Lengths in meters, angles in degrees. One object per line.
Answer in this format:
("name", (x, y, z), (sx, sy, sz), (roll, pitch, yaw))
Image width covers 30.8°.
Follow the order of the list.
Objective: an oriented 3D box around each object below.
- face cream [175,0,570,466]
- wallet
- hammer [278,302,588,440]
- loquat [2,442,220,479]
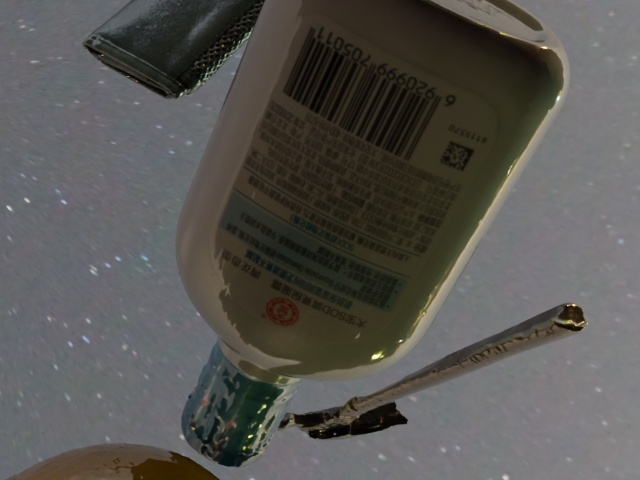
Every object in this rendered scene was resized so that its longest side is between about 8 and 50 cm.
("face cream", (0.000, 0.000, 0.667), (0.163, 0.080, 0.336), (27, -57, 1))
("wallet", (-0.089, -0.150, 0.799), (0.129, 0.088, 0.026), (-49, -26, -29))
("hammer", (0.089, 0.109, 0.925), (0.125, 0.297, 0.027), (6, -117, -39))
("loquat", (-0.118, 0.207, 0.609), (0.208, 0.208, 0.208), (-3, -81, -21))
